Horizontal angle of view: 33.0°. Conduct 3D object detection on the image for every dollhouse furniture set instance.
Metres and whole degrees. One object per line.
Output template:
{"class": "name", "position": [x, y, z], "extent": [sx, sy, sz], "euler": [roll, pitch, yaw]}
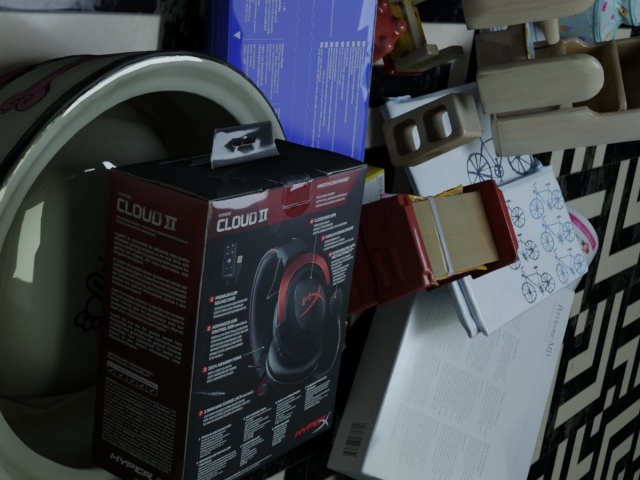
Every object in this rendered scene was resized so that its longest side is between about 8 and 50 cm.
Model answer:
{"class": "dollhouse furniture set", "position": [0.081, -0.114, 1.293], "extent": [0.201, 0.152, 0.374], "euler": [-9, 81, -47]}
{"class": "dollhouse furniture set", "position": [0.321, -0.308, 1.359], "extent": [0.394, 0.256, 0.362], "euler": [70, 18, -47]}

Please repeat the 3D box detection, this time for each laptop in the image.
{"class": "laptop", "position": [0.077, 0.227, 1.618], "extent": [0.234, 0.136, 0.264], "euler": [-44, 165, -35]}

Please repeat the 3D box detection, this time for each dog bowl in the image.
{"class": "dog bowl", "position": [-0.200, 0.021, 0.960], "extent": [0.408, 0.150, 0.408], "euler": [-33, 133, -46]}

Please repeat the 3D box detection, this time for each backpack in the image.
{"class": "backpack", "position": [0.437, -0.395, 1.678], "extent": [0.188, 0.144, 0.166], "euler": [-68, 157, 1]}

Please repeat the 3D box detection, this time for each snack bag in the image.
{"class": "snack bag", "position": [0.241, -0.067, 1.516], "extent": [0.323, 0.037, 0.342], "euler": [-21, 90, -47]}

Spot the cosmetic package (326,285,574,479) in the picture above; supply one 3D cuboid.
{"class": "cosmetic package", "position": [0.196, 0.192, 1.543], "extent": [0.284, 0.097, 0.377], "euler": [28, 71, -26]}

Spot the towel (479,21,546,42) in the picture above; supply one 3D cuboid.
{"class": "towel", "position": [0.327, -0.370, 1.678], "extent": [0.285, 0.034, 0.209], "euler": [-47, 142, -34]}

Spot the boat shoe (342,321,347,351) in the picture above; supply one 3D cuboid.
{"class": "boat shoe", "position": [-0.029, 0.117, 1.347], "extent": [0.207, 0.073, 0.073], "euler": [10, 101, -66]}

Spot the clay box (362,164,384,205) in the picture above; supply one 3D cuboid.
{"class": "clay box", "position": [0.000, 0.000, 1.345], "extent": [0.222, 0.053, 0.127], "euler": [-31, 127, -45]}

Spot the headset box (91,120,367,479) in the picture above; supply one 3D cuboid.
{"class": "headset box", "position": [-0.073, 0.046, 0.921], "extent": [0.218, 0.110, 0.293], "euler": [-19, 121, -53]}

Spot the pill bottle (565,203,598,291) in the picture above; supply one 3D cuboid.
{"class": "pill bottle", "position": [0.330, 0.076, 1.787], "extent": [0.283, 0.160, 0.160], "euler": [-53, 144, -27]}

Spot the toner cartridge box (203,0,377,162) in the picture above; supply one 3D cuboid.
{"class": "toner cartridge box", "position": [-0.031, -0.218, 1.104], "extent": [0.165, 0.075, 0.348], "euler": [-6, 114, -26]}
